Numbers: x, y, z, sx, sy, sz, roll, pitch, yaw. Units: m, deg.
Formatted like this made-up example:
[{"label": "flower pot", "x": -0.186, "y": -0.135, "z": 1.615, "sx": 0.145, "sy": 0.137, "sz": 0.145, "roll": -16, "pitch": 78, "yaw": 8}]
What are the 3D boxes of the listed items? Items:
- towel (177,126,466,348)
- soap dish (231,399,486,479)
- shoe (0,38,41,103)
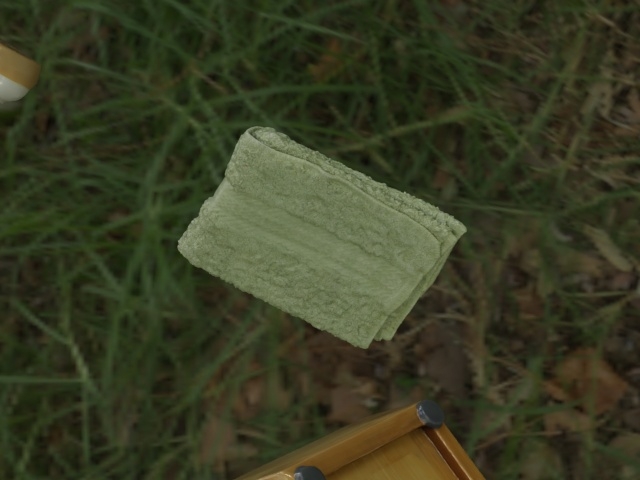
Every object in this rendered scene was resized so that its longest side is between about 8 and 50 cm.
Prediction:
[{"label": "towel", "x": 0.000, "y": 0.000, "z": 0.932, "sx": 0.148, "sy": 0.027, "sz": 0.110, "roll": 24, "pitch": 122, "yaw": -15}, {"label": "soap dish", "x": 0.066, "y": 0.258, "z": 1.111, "sx": 0.291, "sy": 0.229, "sz": 0.118, "roll": 53, "pitch": 125, "yaw": 15}, {"label": "shoe", "x": -0.240, "y": -0.101, "z": 0.772, "sx": 0.219, "sy": 0.076, "sz": 0.058, "roll": 20, "pitch": 95, "yaw": 10}]
